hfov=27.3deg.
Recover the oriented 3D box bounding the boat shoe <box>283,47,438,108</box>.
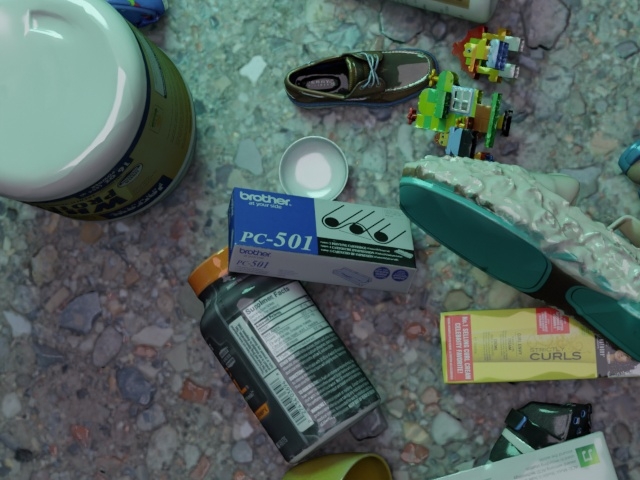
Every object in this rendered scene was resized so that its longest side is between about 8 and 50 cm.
[{"bbox_3d":[0.047,-0.189,1.542,0.183,0.066,0.066,-11,84,8],"label":"boat shoe"}]

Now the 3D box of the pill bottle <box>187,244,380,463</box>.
[{"bbox_3d":[-0.050,0.119,1.498,0.130,0.130,0.246,-36,80,4],"label":"pill bottle"}]

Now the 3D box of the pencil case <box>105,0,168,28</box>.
[{"bbox_3d":[-0.233,-0.399,1.577,0.133,0.119,0.306,8,84,-32],"label":"pencil case"}]

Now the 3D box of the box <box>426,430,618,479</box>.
[{"bbox_3d":[0.229,0.384,1.369,0.232,0.058,0.322,-15,73,1],"label":"box"}]

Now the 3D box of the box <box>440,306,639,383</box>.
[{"bbox_3d":[0.253,0.116,1.487,0.232,0.058,0.087,-2,84,8],"label":"box"}]

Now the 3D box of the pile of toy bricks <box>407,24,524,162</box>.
[{"bbox_3d":[0.151,-0.144,1.505,0.105,0.118,0.212,13,97,27],"label":"pile of toy bricks"}]

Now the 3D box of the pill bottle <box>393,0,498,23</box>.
[{"bbox_3d":[0.100,-0.339,1.515,0.229,0.131,0.131,16,87,10],"label":"pill bottle"}]

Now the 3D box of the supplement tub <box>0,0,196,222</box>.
[{"bbox_3d":[-0.266,-0.140,1.458,0.228,0.316,0.228,-1,85,9],"label":"supplement tub"}]

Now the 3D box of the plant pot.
[{"bbox_3d":[0.007,0.295,1.484,0.095,0.134,0.134,9,86,34],"label":"plant pot"}]

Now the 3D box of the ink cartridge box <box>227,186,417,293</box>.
[{"bbox_3d":[0.000,0.000,1.484,0.207,0.046,0.097,7,42,-11],"label":"ink cartridge box"}]

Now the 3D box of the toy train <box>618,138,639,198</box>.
[{"bbox_3d":[0.466,-0.092,1.461,0.248,0.105,0.143,-32,68,5],"label":"toy train"}]

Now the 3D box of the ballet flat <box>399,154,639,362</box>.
[{"bbox_3d":[0.275,0.012,1.409,0.409,0.147,0.147,33,90,3],"label":"ballet flat"}]

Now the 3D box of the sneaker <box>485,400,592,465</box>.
[{"bbox_3d":[0.301,0.247,1.458,0.216,0.079,0.121,22,89,11],"label":"sneaker"}]

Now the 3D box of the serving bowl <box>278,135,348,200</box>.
[{"bbox_3d":[-0.006,-0.080,1.560,0.083,0.027,0.083,-1,84,9],"label":"serving bowl"}]
